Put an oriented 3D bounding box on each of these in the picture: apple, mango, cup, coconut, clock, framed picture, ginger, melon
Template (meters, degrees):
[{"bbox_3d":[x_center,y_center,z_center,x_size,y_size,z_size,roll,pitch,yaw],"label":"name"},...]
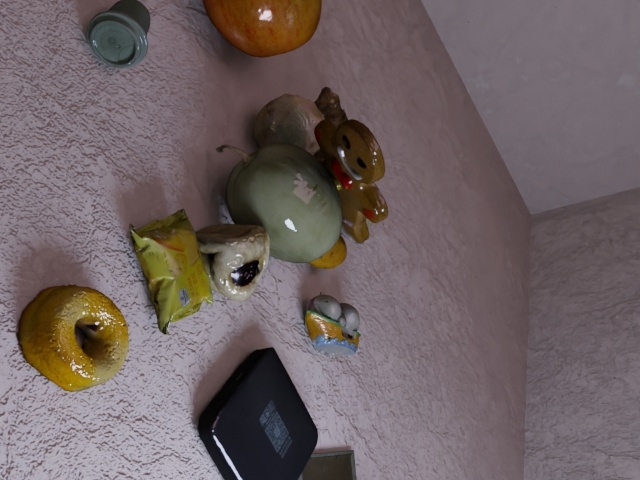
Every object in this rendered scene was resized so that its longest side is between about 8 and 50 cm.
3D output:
[{"bbox_3d":[-0.138,-0.593,1.717,0.299,0.299,0.275,-68,147,-46],"label":"apple"},{"bbox_3d":[0.000,0.000,1.831,0.227,0.109,0.147,24,53,-54],"label":"mango"},{"bbox_3d":[-0.396,-0.426,1.394,0.120,0.120,0.141,53,29,-31],"label":"cup"},{"bbox_3d":[-0.080,-0.285,1.774,0.194,0.194,0.194,31,51,-49],"label":"coconut"},{"bbox_3d":[0.033,0.216,1.793,0.231,0.103,0.144,31,50,-52],"label":"clock"},{"bbox_3d":[0.022,0.610,1.677,0.250,0.016,0.184,18,62,-54],"label":"framed picture"},{"bbox_3d":[0.017,-0.320,1.936,0.270,0.123,0.218,33,58,-78],"label":"ginger"},{"bbox_3d":[-0.082,-0.088,1.602,0.308,0.272,0.271,41,44,-46],"label":"melon"}]

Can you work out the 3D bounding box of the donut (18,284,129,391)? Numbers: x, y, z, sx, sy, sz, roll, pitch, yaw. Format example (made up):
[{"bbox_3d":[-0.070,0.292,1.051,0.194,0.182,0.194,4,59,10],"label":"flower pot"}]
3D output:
[{"bbox_3d":[-0.399,0.160,1.151,0.190,0.075,0.174,63,32,-18],"label":"donut"}]

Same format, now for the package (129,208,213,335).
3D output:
[{"bbox_3d":[-0.290,0.055,1.357,0.168,0.090,0.226,-32,106,-56],"label":"package"}]

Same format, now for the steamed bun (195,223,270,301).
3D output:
[{"bbox_3d":[-0.191,0.052,1.474,0.141,0.172,0.155,-21,112,-49],"label":"steamed bun"}]

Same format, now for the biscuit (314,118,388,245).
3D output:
[{"bbox_3d":[0.056,-0.150,1.644,0.064,0.432,0.283,-30,81,-15],"label":"biscuit"}]

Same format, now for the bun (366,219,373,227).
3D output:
[{"bbox_3d":[0.054,-0.094,1.961,0.222,0.127,0.222,29,36,-24],"label":"bun"}]

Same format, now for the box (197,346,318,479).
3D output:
[{"bbox_3d":[-0.123,0.412,1.481,0.288,0.073,0.290,64,32,-17],"label":"box"}]
